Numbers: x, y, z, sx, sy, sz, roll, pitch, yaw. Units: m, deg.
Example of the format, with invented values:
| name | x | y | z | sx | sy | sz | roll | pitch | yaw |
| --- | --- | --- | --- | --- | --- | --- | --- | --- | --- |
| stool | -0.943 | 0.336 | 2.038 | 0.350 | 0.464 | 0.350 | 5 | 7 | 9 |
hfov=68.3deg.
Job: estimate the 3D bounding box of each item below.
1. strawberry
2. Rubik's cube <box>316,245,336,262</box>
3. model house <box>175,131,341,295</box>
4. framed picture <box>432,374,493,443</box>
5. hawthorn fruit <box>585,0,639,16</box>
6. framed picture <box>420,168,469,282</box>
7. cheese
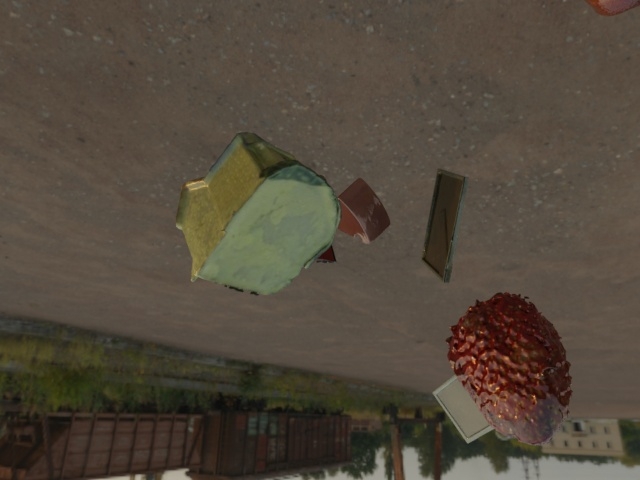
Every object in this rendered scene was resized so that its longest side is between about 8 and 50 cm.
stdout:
| name | x | y | z | sx | sy | sz | roll | pitch | yaw |
| --- | --- | --- | --- | --- | --- | --- | --- | --- | --- |
| strawberry | 0.469 | 0.291 | 1.126 | 0.292 | 0.292 | 0.343 | 6 | -163 | -11 |
| Rubik's cube | 0.000 | 0.000 | 1.702 | 0.284 | 0.250 | 0.234 | 25 | -173 | -44 |
| model house | -0.143 | -0.075 | 1.046 | 0.261 | 0.266 | 0.321 | 23 | 112 | -47 |
| framed picture | 0.524 | 0.567 | 1.645 | 0.017 | 0.217 | 0.274 | -17 | 152 | -35 |
| hawthorn fruit | 0.638 | -0.557 | 0.964 | 0.169 | 0.169 | 0.188 | 12 | 171 | -27 |
| framed picture | 0.401 | -0.057 | 1.547 | 0.022 | 0.335 | 0.247 | 5 | -167 | -7 |
| cheese | 0.135 | -0.077 | 1.598 | 0.177 | 0.128 | 0.203 | 44 | 158 | 10 |
